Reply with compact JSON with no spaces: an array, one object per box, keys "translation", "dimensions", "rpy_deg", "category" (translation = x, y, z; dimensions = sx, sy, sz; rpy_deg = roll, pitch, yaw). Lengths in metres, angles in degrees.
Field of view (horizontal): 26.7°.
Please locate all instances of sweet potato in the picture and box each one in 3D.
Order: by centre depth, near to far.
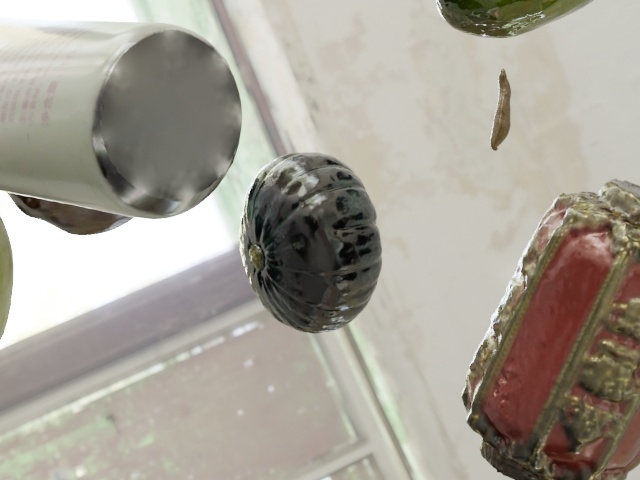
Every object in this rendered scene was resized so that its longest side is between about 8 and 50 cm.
[{"translation":[0.244,-0.173,1.807],"dimensions":[0.026,0.026,0.115],"rpy_deg":[139,-39,-73],"category":"sweet potato"}]

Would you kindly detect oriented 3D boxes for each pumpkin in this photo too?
[{"translation":[-0.011,0.002,1.435],"dimensions":[0.194,0.150,0.194],"rpy_deg":[161,-90,-87],"category":"pumpkin"}]

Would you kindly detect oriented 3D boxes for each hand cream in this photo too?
[{"translation":[-0.203,-0.093,0.932],"dimensions":[0.359,0.185,0.118],"rpy_deg":[12,-38,46],"category":"hand cream"}]

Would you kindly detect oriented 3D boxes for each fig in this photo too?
[{"translation":[0.229,-0.310,1.446],"dimensions":[0.167,0.233,0.167],"rpy_deg":[43,30,-32],"category":"fig"}]

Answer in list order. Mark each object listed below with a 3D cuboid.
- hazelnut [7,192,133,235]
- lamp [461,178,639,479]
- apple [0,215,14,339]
[{"translation":[-0.289,-0.118,1.618],"dimensions":[0.234,0.218,0.218],"rpy_deg":[38,-9,-17],"category":"hazelnut"},{"translation":[0.234,0.084,1.157],"dimensions":[0.177,0.177,0.274],"rpy_deg":[45,-65,51],"category":"lamp"},{"translation":[-0.317,0.020,0.764],"dimensions":[0.279,0.279,0.279],"rpy_deg":[56,-19,31],"category":"apple"}]
